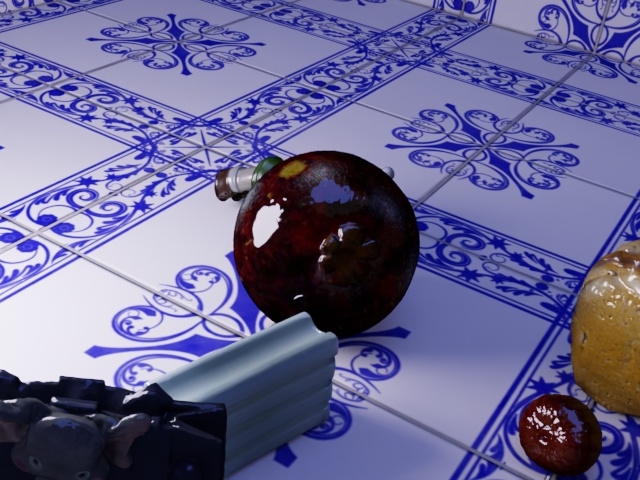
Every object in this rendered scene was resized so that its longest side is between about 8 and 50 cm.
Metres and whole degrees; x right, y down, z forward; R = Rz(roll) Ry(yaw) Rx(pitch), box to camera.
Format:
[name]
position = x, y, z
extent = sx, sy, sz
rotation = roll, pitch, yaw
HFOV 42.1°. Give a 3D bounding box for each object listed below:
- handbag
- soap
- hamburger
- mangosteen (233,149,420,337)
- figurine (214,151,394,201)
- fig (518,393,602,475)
[handbag]
position = -0.271, 0.254, 0.924
extent = 0.325, 0.269, 0.118
rotation = 5, 34, -3
[soap]
position = -0.103, 0.217, 1.119
extent = 0.265, 0.160, 0.087
rotation = -21, 41, -37
[hamburger]
position = 0.530, 0.151, 1.240
extent = 0.174, 0.284, 0.304
rotation = -21, 39, -37
[mangosteen]
position = 0.000, 0.000, 1.378
extent = 0.306, 0.306, 0.359
rotation = -2, 11, -15
[figurine]
position = -0.030, -0.093, 1.612
extent = 0.370, 0.167, 0.281
rotation = 8, 4, 30
[fig]
position = 0.345, 0.283, 1.193
extent = 0.119, 0.153, 0.119
rotation = -6, 67, 15
